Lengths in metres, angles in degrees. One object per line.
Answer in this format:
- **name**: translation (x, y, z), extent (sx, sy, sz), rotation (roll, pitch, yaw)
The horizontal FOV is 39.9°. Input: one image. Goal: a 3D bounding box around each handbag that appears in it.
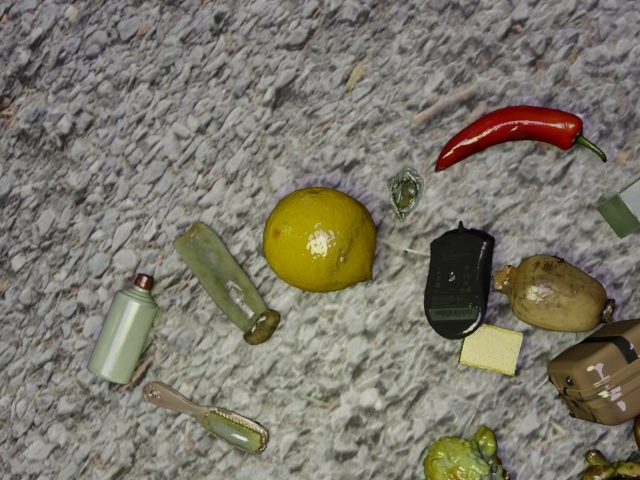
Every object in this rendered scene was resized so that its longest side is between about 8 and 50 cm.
- **handbag**: translation (0.608, 0.241, 1.746), extent (0.283, 0.302, 0.149), rotation (-29, 81, -2)

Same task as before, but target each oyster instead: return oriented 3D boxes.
- **oyster**: translation (0.190, -0.106, 1.972), extent (0.100, 0.037, 0.098), rotation (-38, 99, -18)

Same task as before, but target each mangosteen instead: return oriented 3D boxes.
- **mangosteen**: translation (0.593, 0.523, 1.777), extent (0.192, 0.192, 0.217), rotation (-22, 67, 5)

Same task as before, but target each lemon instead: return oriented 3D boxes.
- **lemon**: translation (-0.009, 0.000, 1.884), extent (0.253, 0.228, 0.229), rotation (4, 85, 16)

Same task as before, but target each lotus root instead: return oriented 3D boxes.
- **lotus root**: translation (0.491, 0.111, 1.852), extent (0.256, 0.140, 0.155), rotation (14, 92, 3)

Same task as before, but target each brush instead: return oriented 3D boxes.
- **brush**: translation (-0.261, 0.390, 1.959), extent (0.312, 0.067, 0.072), rotation (23, 88, 11)

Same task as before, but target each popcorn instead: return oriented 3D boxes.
- **popcorn**: translation (0.307, 0.480, 1.824), extent (0.212, 0.198, 0.198), rotation (-34, 79, -31)

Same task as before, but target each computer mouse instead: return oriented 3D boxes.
- **computer mouse**: translation (0.303, 0.088, 1.903), extent (0.147, 0.088, 0.264), rotation (0, 76, 31)

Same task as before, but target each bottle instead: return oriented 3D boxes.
- **bottle**: translation (-0.433, 0.192, 1.980), extent (0.104, 0.104, 0.245), rotation (21, 87, 9)

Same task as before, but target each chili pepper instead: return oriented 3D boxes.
- **chili pepper**: translation (0.432, -0.227, 1.932), extent (0.368, 0.092, 0.137), rotation (-3, 102, 14)

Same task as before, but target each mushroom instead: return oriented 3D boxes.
- **mushroom**: translation (-0.207, 0.096, 1.976), extent (0.100, 0.081, 0.312), rotation (-39, 76, -1)

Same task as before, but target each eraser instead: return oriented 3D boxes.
- **eraser**: translation (0.367, 0.231, 1.901), extent (0.122, 0.045, 0.097), rotation (12, 85, 8)

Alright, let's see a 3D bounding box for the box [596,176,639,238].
- **box**: translation (0.663, -0.084, 1.805), extent (0.129, 0.225, 0.086), rotation (-36, 81, 3)

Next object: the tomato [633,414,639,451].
- **tomato**: translation (0.784, 0.371, 1.731), extent (0.303, 0.303, 0.239), rotation (-31, 97, 3)
